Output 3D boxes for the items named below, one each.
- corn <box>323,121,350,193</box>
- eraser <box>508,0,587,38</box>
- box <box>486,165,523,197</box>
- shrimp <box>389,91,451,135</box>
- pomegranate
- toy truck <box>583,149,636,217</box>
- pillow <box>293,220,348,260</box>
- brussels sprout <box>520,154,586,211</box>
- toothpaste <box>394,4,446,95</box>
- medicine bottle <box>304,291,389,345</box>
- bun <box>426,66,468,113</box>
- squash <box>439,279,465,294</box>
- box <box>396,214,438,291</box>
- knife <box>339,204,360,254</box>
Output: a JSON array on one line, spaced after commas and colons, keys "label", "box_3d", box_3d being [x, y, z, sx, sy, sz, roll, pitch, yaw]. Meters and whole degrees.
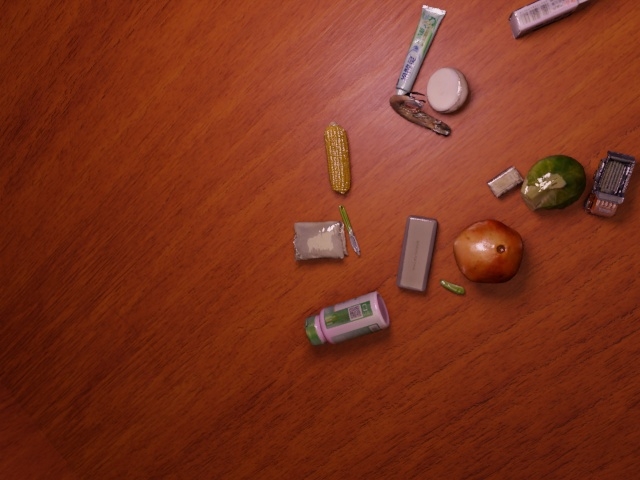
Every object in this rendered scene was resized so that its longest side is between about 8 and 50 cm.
[{"label": "corn", "box_3d": [0.058, -0.273, 1.685, 0.080, 0.080, 0.237, -5, 101, 15]}, {"label": "eraser", "box_3d": [0.656, -0.657, 1.447, 0.210, 0.124, 0.067, -20, 93, 16]}, {"label": "box", "box_3d": [0.576, -0.183, 1.586, 0.098, 0.045, 0.062, -34, 90, 18]}, {"label": "shrimp", "box_3d": [0.315, -0.397, 1.571, 0.220, 0.152, 0.046, 29, 82, 0]}, {"label": "pomegranate", "box_3d": [0.518, 0.038, 1.559, 0.209, 0.209, 0.208, 2, 100, 14]}, {"label": "toy truck", "box_3d": [0.851, -0.162, 1.497, 0.083, 0.092, 0.191, 16, 103, 10]}, {"label": "pillow", "box_3d": [0.000, 0.000, 1.744, 0.182, 0.078, 0.134, -1, 98, 13]}, {"label": "brussels sprout", "box_3d": [0.689, -0.170, 1.514, 0.181, 0.143, 0.161, -24, 135, 3]}, {"label": "toothpaste", "box_3d": [0.300, -0.581, 1.592, 0.075, 0.048, 0.296, 24, 100, 14]}, {"label": "medicine bottle", "box_3d": [0.088, 0.276, 1.739, 0.275, 0.133, 0.133, -21, 94, 15]}, {"label": "bun", "box_3d": [0.401, -0.461, 1.564, 0.138, 0.094, 0.138, 14, 109, 47]}, {"label": "squash", "box_3d": [0.437, 0.155, 1.689, 0.089, 0.027, 0.027, 22, 104, 11]}, {"label": "box", "box_3d": [0.319, 0.042, 1.683, 0.104, 0.055, 0.243, 10, 102, 12]}, {"label": "knife", "box_3d": [0.100, -0.036, 1.743, 0.022, 0.026, 0.183, -21, 92, -23]}]
